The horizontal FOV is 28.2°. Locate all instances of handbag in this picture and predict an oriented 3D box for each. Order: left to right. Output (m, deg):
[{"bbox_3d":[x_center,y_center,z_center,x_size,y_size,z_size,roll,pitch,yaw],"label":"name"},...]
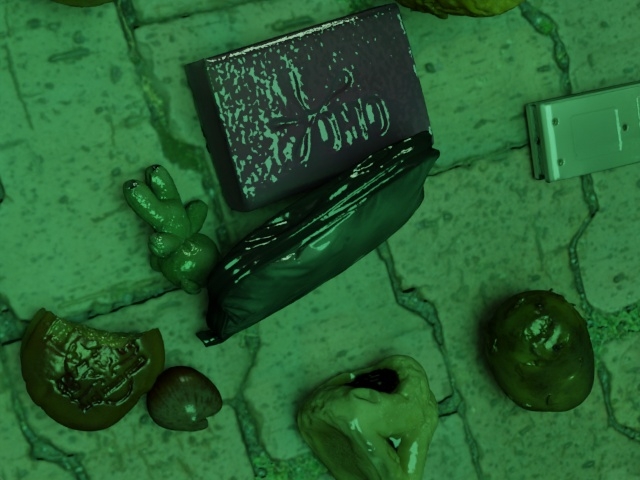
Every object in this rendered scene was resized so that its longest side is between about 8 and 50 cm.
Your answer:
[{"bbox_3d":[-0.002,0.002,1.455,0.332,0.191,0.075,-35,76,-16],"label":"handbag"}]

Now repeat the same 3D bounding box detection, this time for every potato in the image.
[{"bbox_3d":[0.278,0.138,1.616,0.137,0.137,0.176,-27,126,-17],"label":"potato"}]

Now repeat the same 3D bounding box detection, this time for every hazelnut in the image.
[{"bbox_3d":[-0.157,0.185,1.466,0.086,0.086,0.086,-3,97,-22],"label":"hazelnut"}]

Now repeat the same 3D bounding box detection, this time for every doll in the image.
[{"bbox_3d":[-0.170,-0.011,1.447,0.150,0.077,0.115,63,32,-13],"label":"doll"}]

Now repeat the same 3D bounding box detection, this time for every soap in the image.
[{"bbox_3d":[-0.007,-0.157,1.486,0.259,0.081,0.181,-19,103,-19],"label":"soap"}]

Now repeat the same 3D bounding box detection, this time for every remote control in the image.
[{"bbox_3d":[0.401,-0.153,1.668,0.277,0.055,0.103,-13,100,-19],"label":"remote control"}]

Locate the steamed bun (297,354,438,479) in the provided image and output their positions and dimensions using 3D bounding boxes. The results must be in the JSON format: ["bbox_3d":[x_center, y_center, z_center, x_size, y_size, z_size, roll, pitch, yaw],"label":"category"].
[{"bbox_3d":[0.076,0.215,1.543,0.155,0.141,0.172,-42,113,-27],"label":"steamed bun"}]

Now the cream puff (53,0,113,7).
[{"bbox_3d":[-0.268,-0.329,1.335,0.189,0.129,0.189,3,84,-28],"label":"cream puff"}]

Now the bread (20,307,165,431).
[{"bbox_3d":[-0.258,0.144,1.414,0.156,0.086,0.125,11,93,-22],"label":"bread"}]

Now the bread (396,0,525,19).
[{"bbox_3d":[0.167,-0.343,1.460,0.198,0.236,0.120,-48,137,-32],"label":"bread"}]
